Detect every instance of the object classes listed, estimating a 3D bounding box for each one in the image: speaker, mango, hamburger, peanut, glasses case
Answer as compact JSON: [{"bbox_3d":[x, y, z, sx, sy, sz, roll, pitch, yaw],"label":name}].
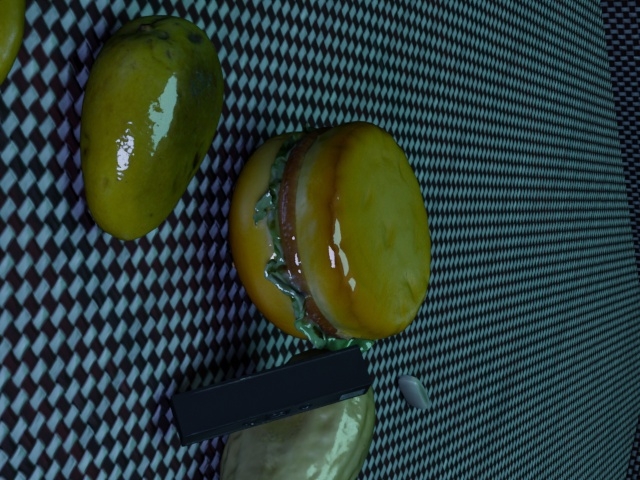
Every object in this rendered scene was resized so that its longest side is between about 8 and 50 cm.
[{"bbox_3d":[-0.048,0.151,1.118,0.040,0.191,0.046,111,-37,-65],"label":"speaker"},{"bbox_3d":[-0.144,-0.095,0.976,0.137,0.098,0.195,4,95,-68],"label":"mango"},{"bbox_3d":[-0.001,-0.002,1.188,0.246,0.170,0.246,15,72,-57],"label":"hamburger"},{"bbox_3d":[-0.046,0.259,1.182,0.318,0.148,0.147,-65,149,-17],"label":"peanut"},{"bbox_3d":[0.136,0.220,1.669,0.021,0.032,0.083,-65,147,-28],"label":"glasses case"}]

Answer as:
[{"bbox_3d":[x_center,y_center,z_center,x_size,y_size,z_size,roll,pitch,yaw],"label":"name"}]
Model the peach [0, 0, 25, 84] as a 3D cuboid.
[{"bbox_3d":[-0.261,-0.159,0.716,0.179,0.103,0.179,1,90,-65],"label":"peach"}]
